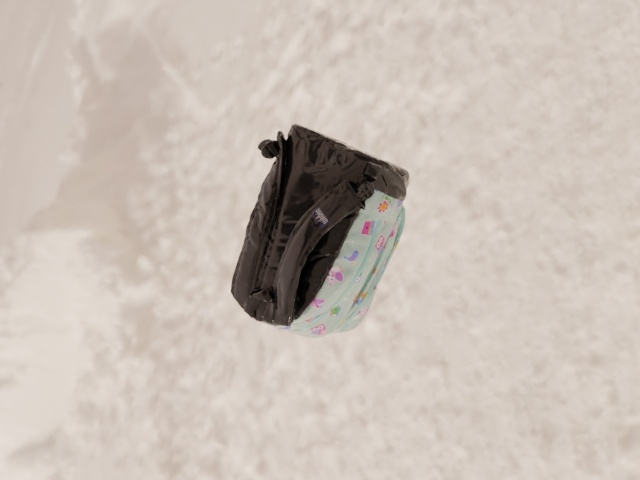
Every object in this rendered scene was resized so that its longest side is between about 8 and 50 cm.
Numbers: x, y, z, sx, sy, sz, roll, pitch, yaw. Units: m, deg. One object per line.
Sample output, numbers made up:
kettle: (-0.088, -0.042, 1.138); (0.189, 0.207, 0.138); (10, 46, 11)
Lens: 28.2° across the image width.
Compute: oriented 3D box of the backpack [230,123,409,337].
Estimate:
backpack: (0.000, 0.000, 1.161); (0.152, 0.115, 0.182); (27, 98, 47)
